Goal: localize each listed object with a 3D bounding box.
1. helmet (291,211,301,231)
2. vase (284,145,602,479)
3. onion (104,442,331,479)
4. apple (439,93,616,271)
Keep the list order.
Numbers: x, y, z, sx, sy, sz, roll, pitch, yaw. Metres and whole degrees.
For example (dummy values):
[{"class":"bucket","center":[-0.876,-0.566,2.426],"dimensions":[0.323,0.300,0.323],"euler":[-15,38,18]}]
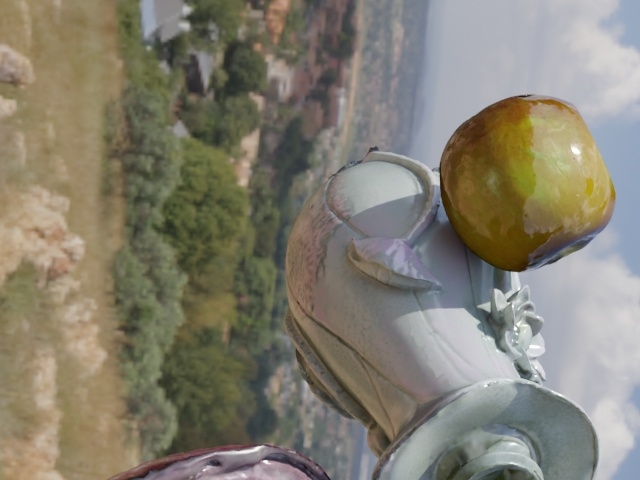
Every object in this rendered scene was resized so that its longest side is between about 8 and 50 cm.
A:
[{"class":"helmet","center":[0.000,0.000,1.325],"dimensions":[0.098,0.070,0.123],"euler":[-27,-97,59]},{"class":"vase","center":[0.096,0.095,0.993],"dimensions":[0.445,0.249,0.250],"euler":[-111,-158,-60]},{"class":"onion","center":[-0.098,0.264,0.822],"dimensions":[0.111,0.247,0.250],"euler":[13,-61,56]},{"class":"apple","center":[0.185,-0.044,0.941],"dimensions":[0.147,0.146,0.163],"euler":[65,8,26]}]
